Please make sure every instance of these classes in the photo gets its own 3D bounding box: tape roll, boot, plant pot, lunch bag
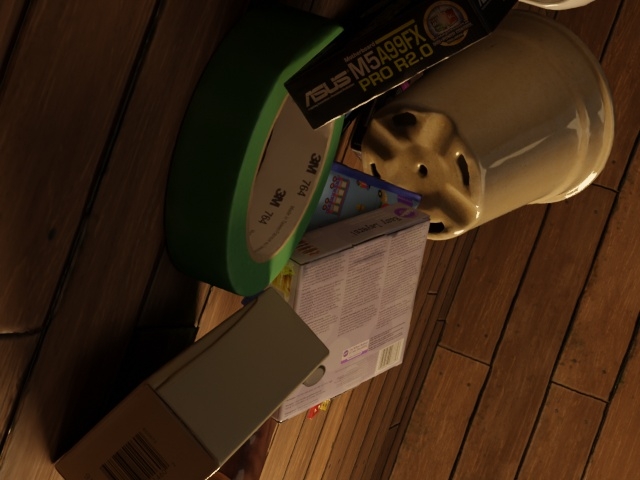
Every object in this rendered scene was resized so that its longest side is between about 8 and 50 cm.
[{"bbox_3d":[-0.062,-0.100,1.212,0.321,0.077,0.321,21,90,-75],"label":"tape roll"},{"bbox_3d":[-0.108,0.357,1.615,0.207,0.090,0.248,-61,160,-24],"label":"boot"},{"bbox_3d":[0.237,-0.159,1.697,0.305,0.334,0.334,-31,142,-41],"label":"plant pot"},{"bbox_3d":[0.000,0.000,1.507,0.293,0.138,0.221,12,101,-66],"label":"lunch bag"}]

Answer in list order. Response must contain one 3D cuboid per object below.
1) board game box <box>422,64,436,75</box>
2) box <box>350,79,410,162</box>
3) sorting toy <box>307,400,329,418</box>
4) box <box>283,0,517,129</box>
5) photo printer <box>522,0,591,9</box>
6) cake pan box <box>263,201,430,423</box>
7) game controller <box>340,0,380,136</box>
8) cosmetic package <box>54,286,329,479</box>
[{"bbox_3d":[0.243,-0.390,1.968,0.194,0.060,0.194,48,62,-74],"label":"board game box"},{"bbox_3d":[0.097,-0.204,1.746,0.116,0.029,0.162,38,71,-74],"label":"box"},{"bbox_3d":[0.014,0.181,1.915,0.132,0.046,0.274,-31,138,-68],"label":"sorting toy"},{"bbox_3d":[0.107,-0.230,1.122,0.060,0.216,0.270,57,35,-13],"label":"box"},{"bbox_3d":[0.250,-0.402,1.487,0.256,0.307,0.107,-40,147,-61],"label":"photo printer"},{"bbox_3d":[0.032,0.090,1.467,0.267,0.070,0.246,-20,130,-41],"label":"cake pan box"},{"bbox_3d":[0.064,-0.250,1.479,0.319,0.067,0.166,-54,154,-46],"label":"game controller"},{"bbox_3d":[-0.124,0.176,1.164,0.160,0.113,0.309,-43,178,23],"label":"cosmetic package"}]
